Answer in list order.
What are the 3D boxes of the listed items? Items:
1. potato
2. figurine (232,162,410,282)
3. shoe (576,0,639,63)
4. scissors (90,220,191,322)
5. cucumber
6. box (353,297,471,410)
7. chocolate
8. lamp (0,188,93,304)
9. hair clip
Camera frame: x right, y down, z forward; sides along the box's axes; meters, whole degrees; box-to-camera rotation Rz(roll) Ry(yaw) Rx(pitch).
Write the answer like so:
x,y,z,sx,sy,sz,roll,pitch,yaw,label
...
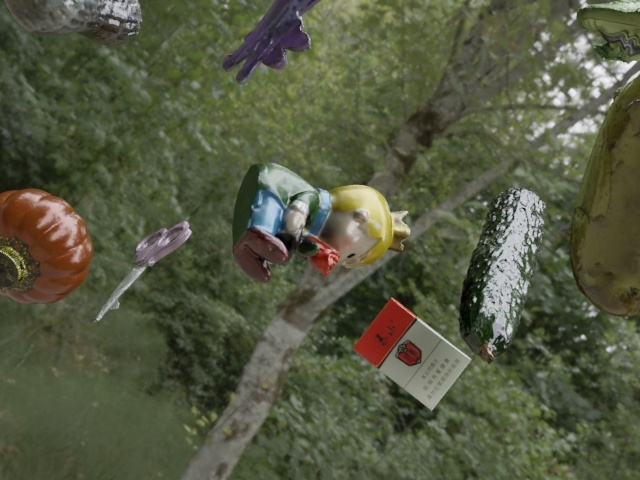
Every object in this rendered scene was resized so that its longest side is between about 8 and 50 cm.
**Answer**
x,y,z,sx,sy,sz,roll,pitch,yaw,label
0.218,-0.038,0.461,0.085,0.188,0.105,12,21,-6,potato
0.008,-0.007,0.919,0.234,0.127,0.185,26,33,-21,figurine
0.596,-0.405,1.369,0.140,0.128,0.262,-3,18,-26,shoe
-0.264,0.046,1.034,0.110,0.212,0.021,-12,-56,37,scissors
0.184,0.033,0.730,0.067,0.067,0.293,46,37,-8,cucumber
0.140,0.173,1.098,0.152,0.100,0.048,38,-1,1,box
-0.350,-0.338,1.027,0.110,0.110,0.248,45,23,17,chocolate
-0.531,0.012,1.318,0.223,0.223,0.196,46,27,-9,lamp
-0.048,-0.372,1.177,0.137,0.278,0.090,45,17,33,hair clip
